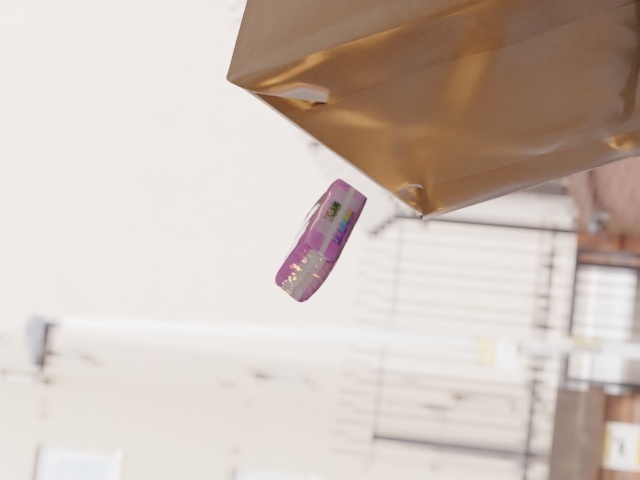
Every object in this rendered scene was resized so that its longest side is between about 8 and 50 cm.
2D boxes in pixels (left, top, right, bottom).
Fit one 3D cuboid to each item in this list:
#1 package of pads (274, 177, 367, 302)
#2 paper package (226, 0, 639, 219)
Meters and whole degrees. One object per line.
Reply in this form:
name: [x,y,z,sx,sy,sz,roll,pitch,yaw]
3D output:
package of pads: [0.000,0.000,1.379,0.050,0.032,0.083,-50,9,39]
paper package: [0.129,-0.212,1.101,0.168,0.309,0.325,35,-126,-34]
